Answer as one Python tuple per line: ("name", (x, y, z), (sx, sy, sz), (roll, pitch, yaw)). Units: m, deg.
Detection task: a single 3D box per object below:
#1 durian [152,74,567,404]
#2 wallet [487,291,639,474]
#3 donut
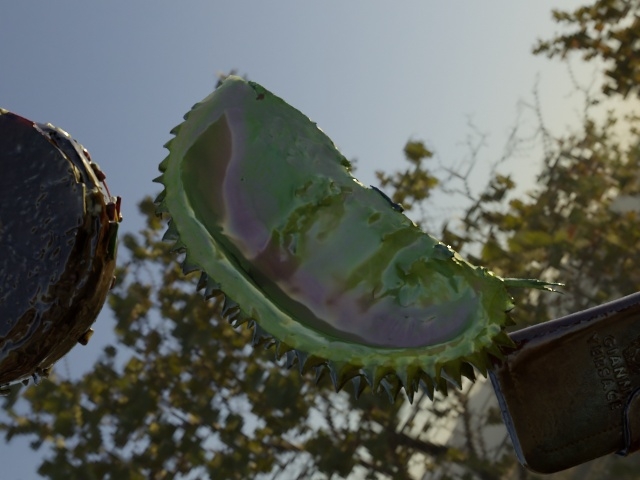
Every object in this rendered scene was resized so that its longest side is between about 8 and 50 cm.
("durian", (-0.001, 0.010, 0.889), (0.169, 0.355, 0.157), (-58, -18, 12))
("wallet", (0.279, 0.112, 0.944), (0.255, 0.137, 0.031), (-20, 1, 6))
("donut", (-0.300, 0.012, 0.971), (0.270, 0.269, 0.103), (-58, -24, -8))
